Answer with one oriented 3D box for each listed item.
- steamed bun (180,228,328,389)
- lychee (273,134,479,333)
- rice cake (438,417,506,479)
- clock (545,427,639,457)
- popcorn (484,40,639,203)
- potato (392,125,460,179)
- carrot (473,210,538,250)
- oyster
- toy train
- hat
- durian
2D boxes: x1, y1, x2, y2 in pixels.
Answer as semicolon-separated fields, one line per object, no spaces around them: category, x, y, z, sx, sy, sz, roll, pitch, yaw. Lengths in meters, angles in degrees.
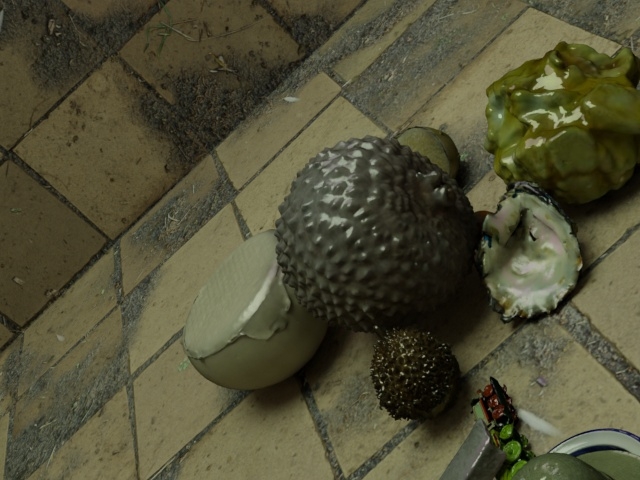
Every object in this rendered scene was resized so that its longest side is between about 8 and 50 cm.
steamed bun;-0.118;0.168;2.177;0.374;0.241;0.374;-38;29;26
lychee;0.101;-0.009;1.888;0.432;0.380;0.380;-35;25;45
rice cake;0.174;0.441;1.499;0.365;0.056;0.072;-58;21;-4
clock;0.374;0.371;1.334;0.230;0.083;0.230;-35;26;19
popcorn;0.478;-0.216;1.870;0.294;0.292;0.334;108;163;-52
potato;0.248;-0.174;2.267;0.117;0.182;0.202;-19;-20;-43
carrot;0.349;-0.005;1.912;0.087;0.087;0.193;-49;28;-6
oyster;0.366;0.014;1.774;0.198;0.092;0.260;-23;76;23
toy train;0.289;0.316;1.570;0.085;0.053;0.250;-44;25;17
hat;0.305;0.343;1.240;0.257;0.130;0.257;-36;27;21
durian;0.154;0.225;1.733;0.167;0.196;0.196;-36;25;-5
